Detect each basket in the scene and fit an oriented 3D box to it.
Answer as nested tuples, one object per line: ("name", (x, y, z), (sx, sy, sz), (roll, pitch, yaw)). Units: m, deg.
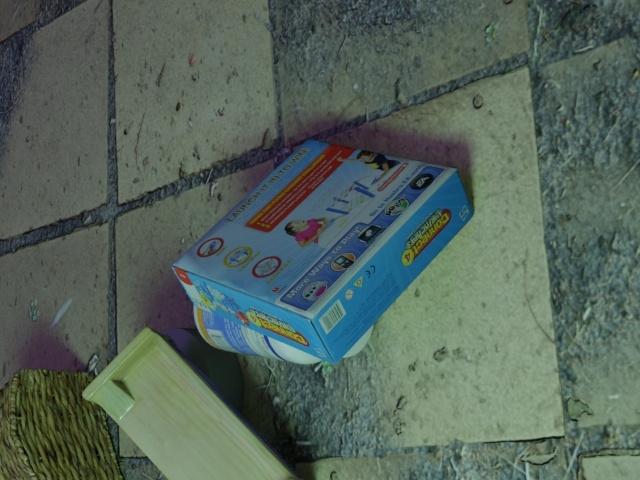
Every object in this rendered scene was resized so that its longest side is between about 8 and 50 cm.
("basket", (-0.536, 0.420, 1.945), (0.223, 0.213, 0.299), (-44, 54, 31))

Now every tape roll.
("tape roll", (-0.228, 0.259, 1.757), (0.219, 0.072, 0.219), (-8, 78, 44))

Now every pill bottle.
("pill bottle", (-0.054, 0.105, 1.546), (0.272, 0.152, 0.152), (2, 85, 45))

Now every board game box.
("board game box", (0.000, 0.000, 1.426), (0.302, 0.086, 0.308), (17, 53, 46))

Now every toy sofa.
("toy sofa", (-0.180, 0.312, 1.589), (0.362, 0.177, 0.150), (42, 87, 20))
